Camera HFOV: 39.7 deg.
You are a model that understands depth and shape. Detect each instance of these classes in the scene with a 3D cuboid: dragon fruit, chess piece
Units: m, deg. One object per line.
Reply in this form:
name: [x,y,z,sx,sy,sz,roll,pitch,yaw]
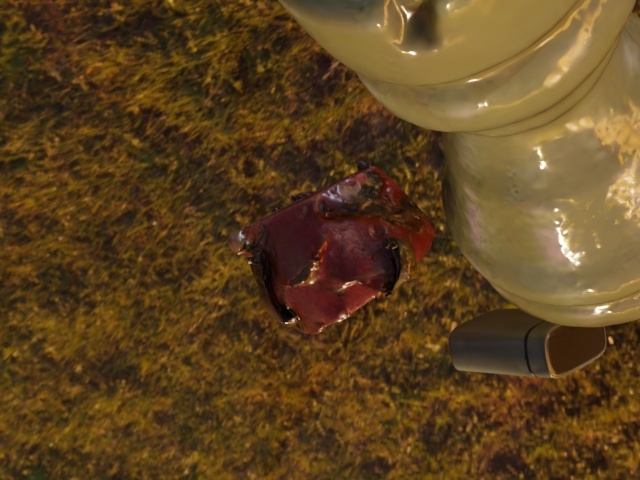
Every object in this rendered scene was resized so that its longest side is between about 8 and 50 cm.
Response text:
dragon fruit: [0.000,0.000,1.006,0.211,0.282,0.147,-42,102,-20]
chess piece: [0.139,-0.103,0.578,0.234,0.234,0.442,-24,151,20]

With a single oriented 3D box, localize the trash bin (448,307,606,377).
trash bin: [0.227,0.111,0.976,0.130,0.116,0.059,-5,97,49]
